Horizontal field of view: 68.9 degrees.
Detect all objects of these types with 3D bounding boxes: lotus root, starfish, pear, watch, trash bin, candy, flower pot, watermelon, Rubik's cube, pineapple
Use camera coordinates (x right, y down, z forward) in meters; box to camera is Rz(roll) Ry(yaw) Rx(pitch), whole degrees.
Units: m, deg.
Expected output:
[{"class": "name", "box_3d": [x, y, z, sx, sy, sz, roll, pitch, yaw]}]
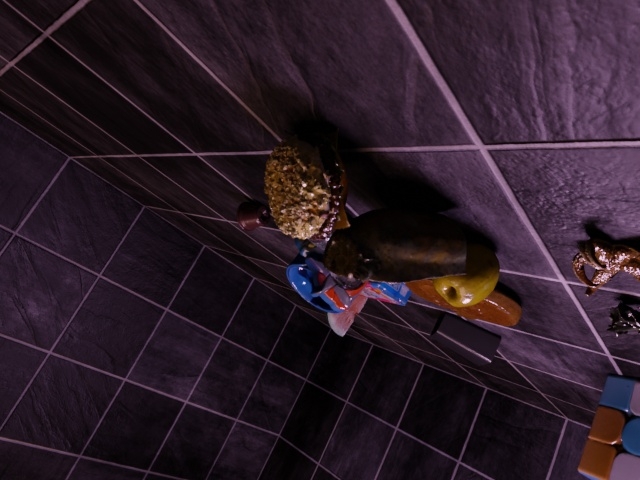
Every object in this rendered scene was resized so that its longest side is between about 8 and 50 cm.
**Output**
[{"class": "lotus root", "box_3d": [0.137, 0.003, 1.040, 0.260, 0.149, 0.267, -1, -176, -26]}, {"class": "starfish", "box_3d": [0.542, 0.061, 0.859, 0.146, 0.074, 0.190, 21, 164, 26]}, {"class": "pear", "box_3d": [0.342, 0.074, 1.101, 0.149, 0.162, 0.149, 33, 152, 20]}, {"class": "watch", "box_3d": [-0.007, 0.095, 1.531, 0.305, 0.241, 0.274, 44, 151, -3]}, {"class": "trash bin", "box_3d": [0.563, 0.386, 1.836, 0.225, 0.115, 0.165, 27, 164, 10]}, {"class": "candy", "box_3d": [0.178, 0.143, 1.721, 0.157, 0.100, 0.306, 35, 162, -31]}, {"class": "flower pot", "box_3d": [-0.232, -0.089, 1.677, 0.089, 0.111, 0.111, -4, 149, 35]}, {"class": "watermelon", "box_3d": [0.118, 0.296, 2.189, 0.201, 0.261, 0.213, -14, 141, 26]}, {"class": "Rubik's cube", "box_3d": [1.064, 0.646, 1.384, 0.347, 0.346, 0.344, 30, 166, -11]}, {"class": "pineapple", "box_3d": [0.732, 0.203, 0.962, 0.251, 0.125, 0.125, 24, 165, 34]}]

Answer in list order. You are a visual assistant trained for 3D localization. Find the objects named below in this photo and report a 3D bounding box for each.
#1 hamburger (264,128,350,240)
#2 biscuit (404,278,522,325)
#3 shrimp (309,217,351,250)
[{"class": "hamburger", "box_3d": [-0.042, -0.117, 0.997, 0.139, 0.243, 0.262, -7, 179, -28]}, {"class": "biscuit", "box_3d": [0.434, 0.170, 1.438, 0.367, 0.063, 0.314, 16, 164, 36]}, {"class": "shrimp", "box_3d": [-0.015, -0.048, 1.317, 0.172, 0.137, 0.372, -13, 142, 43]}]
